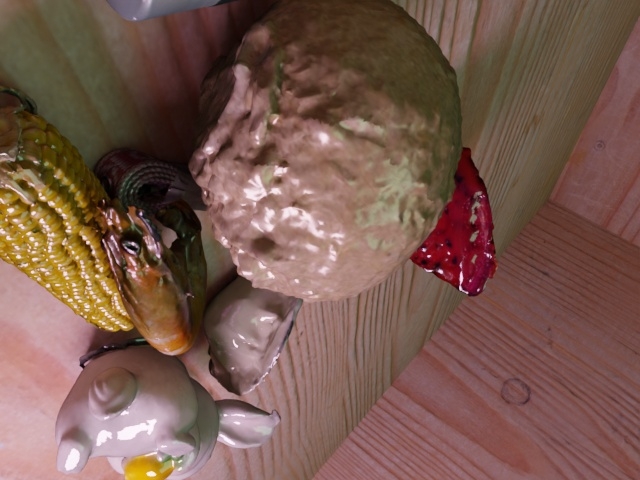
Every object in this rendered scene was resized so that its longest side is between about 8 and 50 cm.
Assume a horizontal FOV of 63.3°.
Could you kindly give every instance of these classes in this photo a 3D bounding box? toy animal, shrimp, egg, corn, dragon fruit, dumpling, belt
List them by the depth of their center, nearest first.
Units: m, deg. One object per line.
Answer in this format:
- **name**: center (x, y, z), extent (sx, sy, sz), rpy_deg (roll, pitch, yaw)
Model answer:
- **corn**: center (-0.223, 0.000, 0.462), extent (0.106, 0.106, 0.293), rpy_deg (-44, 157, -22)
- **shrimp**: center (-0.144, 0.024, 0.488), extent (0.248, 0.068, 0.150), rpy_deg (95, -3, -69)
- **egg**: center (0.008, -0.097, 0.516), extent (0.279, 0.279, 0.310), rpy_deg (48, 48, -65)
- **belt**: center (-0.138, -0.062, 0.581), extent (0.232, 0.053, 0.071), rpy_deg (-3, 121, -60)
- **toy animal**: center (-0.198, 0.231, 0.674), extent (0.208, 0.154, 0.325), rpy_deg (-23, 153, 21)
- **dumpling**: center (-0.090, 0.122, 0.773), extent (0.142, 0.172, 0.247), rpy_deg (27, 96, -35)
- **dragon fruit**: center (0.196, -0.023, 0.987), extent (0.240, 0.330, 0.302), rpy_deg (-30, 155, -1)

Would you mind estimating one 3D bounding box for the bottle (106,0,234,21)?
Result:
- **bottle**: center (-0.053, -0.257, 0.447), extent (0.286, 0.082, 0.082), rpy_deg (-34, 149, -36)
